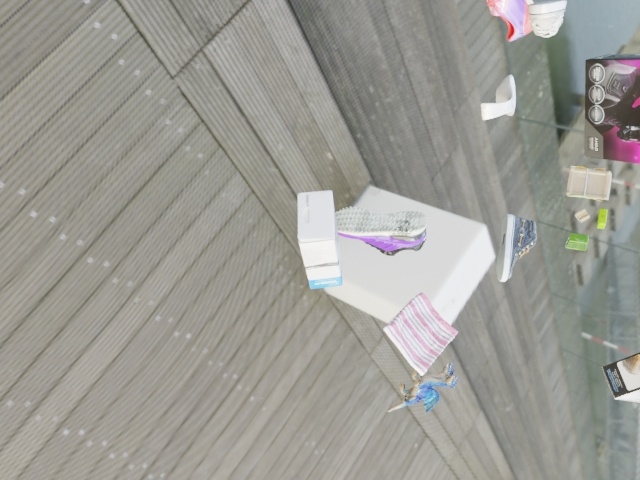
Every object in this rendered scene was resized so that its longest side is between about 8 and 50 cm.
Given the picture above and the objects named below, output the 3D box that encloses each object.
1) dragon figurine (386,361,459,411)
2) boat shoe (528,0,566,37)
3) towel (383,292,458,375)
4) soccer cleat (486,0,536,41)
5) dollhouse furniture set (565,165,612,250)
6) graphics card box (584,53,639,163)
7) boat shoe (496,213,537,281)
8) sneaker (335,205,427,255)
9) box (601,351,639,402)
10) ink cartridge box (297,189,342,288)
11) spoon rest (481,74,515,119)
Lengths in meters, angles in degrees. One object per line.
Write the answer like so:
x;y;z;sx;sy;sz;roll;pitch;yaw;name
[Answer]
0.354;0.527;2.131;0.144;0.085;0.289;25;111;-18;dragon figurine
0.594;-0.574;1.616;0.258;0.095;0.084;-31;119;-61;boat shoe
0.246;0.222;1.510;0.197;0.144;0.029;-34;170;-48;towel
0.511;-0.714;1.762;0.116;0.108;0.318;-37;117;19;soccer cleat
0.499;-0.061;1.169;0.058;0.076;0.151;38;62;-68;dollhouse furniture set
0.737;-0.273;1.299;0.094;0.371;0.232;-19;114;-25;graphics card box
0.506;0.023;1.589;0.065;0.083;0.183;103;-1;-74;boat shoe
0.170;-0.012;1.835;0.146;0.294;0.102;74;27;-48;sneaker
0.853;0.299;1.477;0.169;0.290;0.087;17;51;-38;box
0.000;0.000;1.478;0.203;0.086;0.148;80;6;-55;ink cartridge box
0.613;-0.463;2.055;0.276;0.084;0.137;-41;127;-48;spoon rest
